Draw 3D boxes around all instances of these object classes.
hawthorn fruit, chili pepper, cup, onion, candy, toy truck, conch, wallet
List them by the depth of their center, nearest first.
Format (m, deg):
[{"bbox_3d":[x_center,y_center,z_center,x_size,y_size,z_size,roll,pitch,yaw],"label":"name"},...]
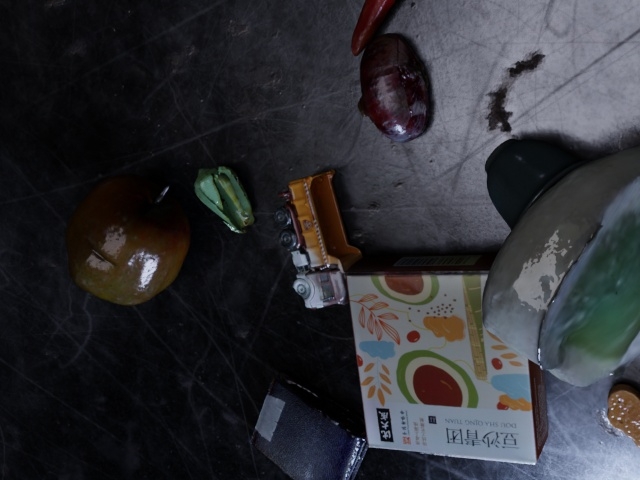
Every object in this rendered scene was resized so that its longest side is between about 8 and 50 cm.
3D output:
[{"bbox_3d":[0.453,0.037,1.355,0.426,0.386,0.186,-62,37,18],"label":"candy"},{"bbox_3d":[0.367,-0.104,1.438,0.150,0.199,0.199,49,121,30],"label":"cup"},{"bbox_3d":[0.125,-0.462,1.505,0.063,0.071,0.272,26,120,-19],"label":"chili pepper"},{"bbox_3d":[0.123,-0.280,1.541,0.151,0.098,0.205,-21,94,28],"label":"onion"},{"bbox_3d":[0.000,0.000,1.675,0.135,0.114,0.270,-12,96,33],"label":"toy truck"},{"bbox_3d":[-0.199,-0.096,1.770,0.106,0.079,0.170,-33,104,35],"label":"conch"},{"bbox_3d":[-0.414,-0.021,1.789,0.268,0.268,0.300,38,108,13],"label":"hawthorn fruit"},{"bbox_3d":[-0.024,0.447,1.840,0.262,0.071,0.220,29,120,20],"label":"wallet"}]

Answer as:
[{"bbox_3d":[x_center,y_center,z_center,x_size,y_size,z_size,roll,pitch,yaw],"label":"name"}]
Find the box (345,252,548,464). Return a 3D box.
[{"bbox_3d":[0.250,0.222,1.601,0.345,0.122,0.385,-2,103,26],"label":"box"}]

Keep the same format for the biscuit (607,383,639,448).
[{"bbox_3d":[0.682,0.366,1.471,0.334,0.047,0.202,48,120,9],"label":"biscuit"}]
